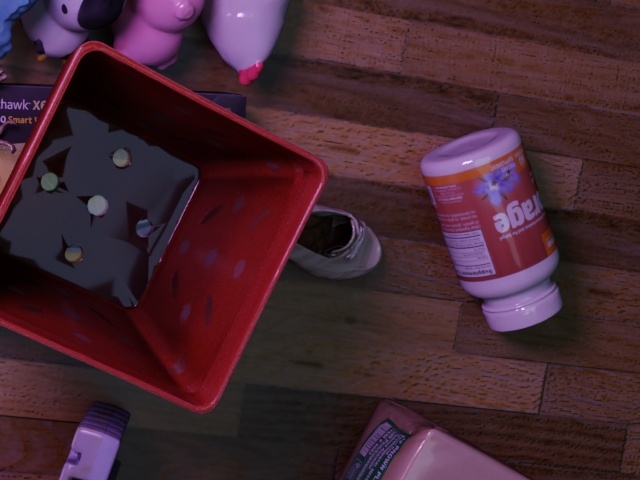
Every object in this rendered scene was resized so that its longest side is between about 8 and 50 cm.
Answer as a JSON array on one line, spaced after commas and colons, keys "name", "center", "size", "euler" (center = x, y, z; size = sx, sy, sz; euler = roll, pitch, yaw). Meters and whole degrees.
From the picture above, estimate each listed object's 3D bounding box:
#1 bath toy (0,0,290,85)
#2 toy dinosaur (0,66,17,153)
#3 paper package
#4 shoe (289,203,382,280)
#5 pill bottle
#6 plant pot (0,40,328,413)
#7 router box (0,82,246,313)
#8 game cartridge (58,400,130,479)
[{"name": "bath toy", "center": [-0.188, -0.231, 1.774], "size": [0.348, 0.151, 0.129], "euler": [0, 91, -34]}, {"name": "toy dinosaur", "center": [-0.368, -0.090, 1.710], "size": [0.092, 0.053, 0.183], "euler": [45, 78, 1]}, {"name": "paper package", "center": [0.135, 0.397, 1.963], "size": [0.309, 0.168, 0.324], "euler": [30, 87, -20]}, {"name": "shoe", "center": [0.000, 0.000, 1.882], "size": [0.219, 0.058, 0.076], "euler": [17, 83, -45]}, {"name": "pill bottle", "center": [0.202, -0.011, 1.956], "size": [0.121, 0.121, 0.216], "euler": [-24, 105, -15]}, {"name": "plant pot", "center": [-0.195, -0.022, 1.668], "size": [0.267, 0.236, 0.267], "euler": [27, 88, -21]}, {"name": "router box", "center": [-0.239, -0.043, 1.820], "size": [0.309, 0.081, 0.242], "euler": [0, 97, -19]}, {"name": "game cartridge", "center": [-0.278, 0.351, 1.782], "size": [0.068, 0.230, 0.355], "euler": [20, 91, 0]}]
